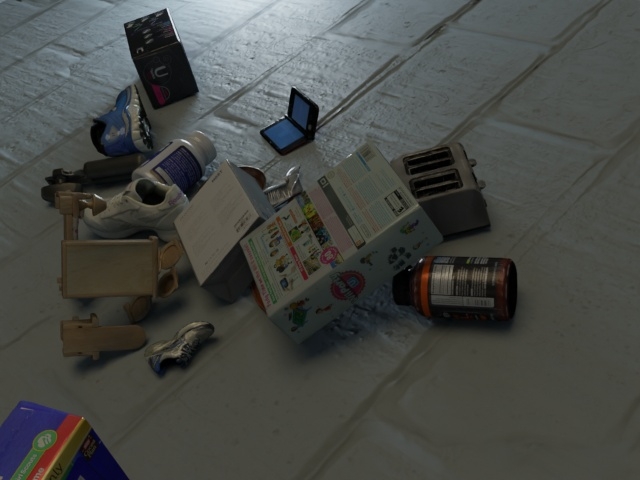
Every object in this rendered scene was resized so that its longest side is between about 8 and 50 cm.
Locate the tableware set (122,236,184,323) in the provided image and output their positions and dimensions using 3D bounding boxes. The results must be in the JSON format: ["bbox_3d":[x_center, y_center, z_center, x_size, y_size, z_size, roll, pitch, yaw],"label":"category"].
[{"bbox_3d":[-0.330,0.076,1.554,0.169,0.020,0.141,-32,48,19],"label":"tableware set"}]

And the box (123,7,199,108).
[{"bbox_3d":[-0.454,-0.521,2.242,0.143,0.165,0.270,-21,39,-4],"label":"box"}]

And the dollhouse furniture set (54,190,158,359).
[{"bbox_3d":[-0.443,0.053,1.606,0.174,0.303,0.355,0,5,-20],"label":"dollhouse furniture set"}]

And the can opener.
[{"bbox_3d":[-0.546,-0.151,1.937,0.280,0.074,0.093,-12,74,11],"label":"can opener"}]

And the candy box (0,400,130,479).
[{"bbox_3d":[-0.341,0.407,0.989,0.122,0.317,0.268,4,44,25],"label":"candy box"}]

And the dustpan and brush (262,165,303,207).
[{"bbox_3d":[-0.081,-0.112,1.687,0.147,0.060,0.211,-28,3,31],"label":"dustpan and brush"}]

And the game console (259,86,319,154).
[{"bbox_3d":[-0.076,-0.289,1.889,0.085,0.124,0.144,-6,33,-28],"label":"game console"}]

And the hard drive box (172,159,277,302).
[{"bbox_3d":[-0.180,-0.023,1.551,0.181,0.089,0.232,-48,39,12],"label":"hard drive box"}]

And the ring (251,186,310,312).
[{"bbox_3d":[0.000,0.000,1.474,0.336,0.032,0.336,-23,43,23],"label":"ring"}]

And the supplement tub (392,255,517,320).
[{"bbox_3d":[0.223,0.078,1.321,0.198,0.106,0.106,1,43,24],"label":"supplement tub"}]

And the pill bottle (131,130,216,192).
[{"bbox_3d":[-0.332,-0.168,1.824,0.112,0.112,0.186,20,52,37],"label":"pill bottle"}]

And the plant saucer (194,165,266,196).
[{"bbox_3d":[-0.197,-0.105,1.762,0.168,0.029,0.168,-12,40,10],"label":"plant saucer"}]

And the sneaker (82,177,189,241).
[{"bbox_3d":[-0.403,-0.082,1.720,0.305,0.152,0.114,2,46,26],"label":"sneaker"}]

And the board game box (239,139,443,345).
[{"bbox_3d":[0.026,-0.001,1.352,0.303,0.097,0.224,-36,38,7],"label":"board game box"}]

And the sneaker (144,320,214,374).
[{"bbox_3d":[-0.246,0.197,1.419,0.135,0.052,0.058,-31,50,-3],"label":"sneaker"}]

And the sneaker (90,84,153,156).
[{"bbox_3d":[-0.516,-0.302,2.013,0.147,0.130,0.330,-17,27,-4],"label":"sneaker"}]

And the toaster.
[{"bbox_3d":[0.219,-0.090,1.515,0.186,0.110,0.168,-14,38,7],"label":"toaster"}]
